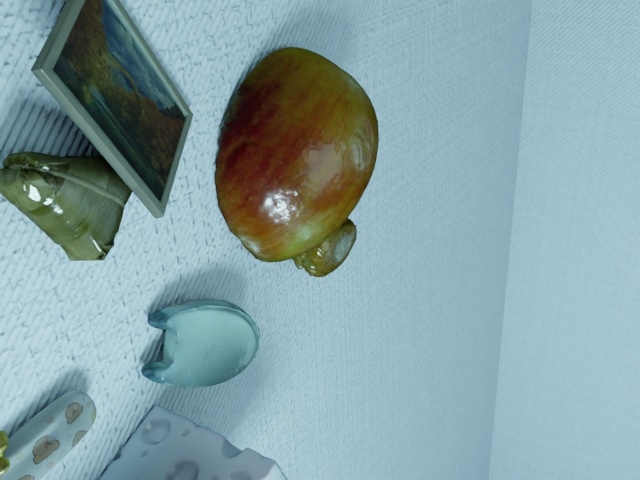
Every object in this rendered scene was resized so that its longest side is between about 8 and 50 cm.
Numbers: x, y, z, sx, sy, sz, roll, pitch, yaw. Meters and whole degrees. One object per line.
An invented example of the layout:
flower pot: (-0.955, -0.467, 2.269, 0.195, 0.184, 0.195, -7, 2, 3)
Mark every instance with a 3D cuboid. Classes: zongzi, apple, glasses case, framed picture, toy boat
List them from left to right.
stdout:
glasses case: (-0.347, 0.253, 0.853, 0.164, 0.041, 0.063, -44, 135, -39)
zongzi: (-0.276, -0.083, 0.798, 0.160, 0.078, 0.176, 62, 41, -52)
framed picture: (-0.231, -0.171, 0.823, 0.250, 0.016, 0.184, 62, 29, -49)
toy boat: (-0.187, 0.154, 1.064, 0.207, 0.078, 0.134, 1, 94, -48)
apple: (-0.040, -0.137, 1.111, 0.179, 0.253, 0.346, 169, -58, -77)

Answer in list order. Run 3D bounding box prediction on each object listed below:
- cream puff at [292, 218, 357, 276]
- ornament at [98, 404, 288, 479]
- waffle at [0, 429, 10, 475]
cream puff: (-0.002, -0.004, 1.251, 0.144, 0.103, 0.127, -26, 137, -52)
ornament: (-0.184, 0.433, 1.007, 0.240, 0.239, 0.239, -54, 143, -31)
waffle: (-0.421, 0.258, 0.712, 0.194, 0.051, 0.149, 1, 102, -51)
